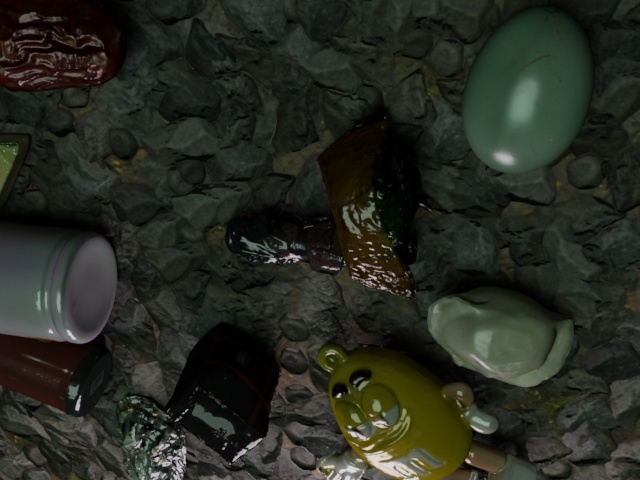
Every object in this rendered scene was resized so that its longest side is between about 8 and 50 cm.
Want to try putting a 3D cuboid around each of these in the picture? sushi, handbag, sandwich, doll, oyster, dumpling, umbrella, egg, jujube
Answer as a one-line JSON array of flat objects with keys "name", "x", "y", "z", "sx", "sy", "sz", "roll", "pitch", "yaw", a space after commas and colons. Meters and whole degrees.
[{"name": "sushi", "x": 0.086, "y": -0.052, "z": 1.306, "sx": 0.140, "sy": 0.149, "sz": 0.287, "roll": -14, "pitch": 82, "yaw": -8}, {"name": "handbag", "x": -0.165, "y": 0.272, "z": 1.568, "sx": 0.169, "sy": 0.215, "sz": 0.155, "roll": 44, "pitch": 113, "yaw": -13}, {"name": "sandwich", "x": -0.597, "y": -0.113, "z": 1.579, "sx": 0.192, "sy": 0.058, "sz": 0.163, "roll": 2, "pitch": 121, "yaw": 14}, {"name": "doll", "x": 0.171, "y": 0.356, "z": 1.546, "sx": 0.422, "sy": 0.161, "sz": 0.348, "roll": 15, "pitch": 126, "yaw": 1}, {"name": "oyster", "x": -0.356, "y": 0.442, "z": 1.813, "sx": 0.199, "sy": 0.087, "sz": 0.252, "roll": 26, "pitch": 110, "yaw": 2}, {"name": "dumpling", "x": 0.285, "y": 0.154, "z": 1.411, "sx": 0.250, "sy": 0.132, "sz": 0.163, "roll": 15, "pitch": 114, "yaw": -9}, {"name": "umbrella", "x": 0.000, "y": 0.000, "z": 1.435, "sx": 0.325, "sy": 0.090, "sz": 0.094, "roll": 2, "pitch": 116, "yaw": 16}, {"name": "egg", "x": 0.279, "y": -0.200, "z": 1.187, "sx": 0.167, "sy": 0.168, "sz": 0.231, "roll": 18, "pitch": 117, "yaw": 7}, {"name": "jujube", "x": -0.413, "y": -0.305, "z": 1.362, "sx": 0.230, "sy": 0.155, "sz": 0.155, "roll": 4, "pitch": 120, "yaw": 4}]

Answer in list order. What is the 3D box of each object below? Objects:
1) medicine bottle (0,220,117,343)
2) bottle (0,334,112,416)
[{"name": "medicine bottle", "x": -0.548, "y": 0.068, "z": 1.576, "sx": 0.315, "sy": 0.202, "sz": 0.202, "roll": 7, "pitch": 120, "yaw": 14}, {"name": "bottle", "x": -0.583, "y": 0.217, "z": 1.713, "sx": 0.336, "sy": 0.144, "sz": 0.144, "roll": 21, "pitch": 122, "yaw": 8}]
